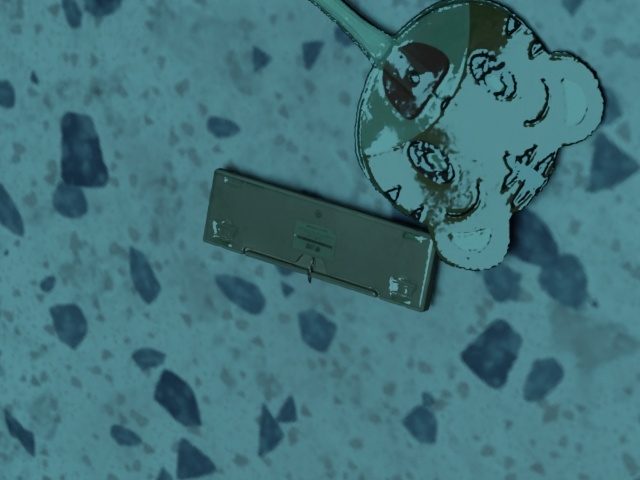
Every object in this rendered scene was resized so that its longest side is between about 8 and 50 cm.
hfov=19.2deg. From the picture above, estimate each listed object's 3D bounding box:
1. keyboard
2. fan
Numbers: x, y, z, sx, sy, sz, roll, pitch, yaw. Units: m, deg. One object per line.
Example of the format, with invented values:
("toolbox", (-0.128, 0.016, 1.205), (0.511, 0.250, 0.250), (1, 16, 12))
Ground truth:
("keyboard", (0.000, 0.000, 1.207), (0.166, 0.017, 0.055), (17, 106, 26))
("fan", (0.056, -0.098, 1.147), (0.226, 0.008, 0.152), (43, 115, 16))
